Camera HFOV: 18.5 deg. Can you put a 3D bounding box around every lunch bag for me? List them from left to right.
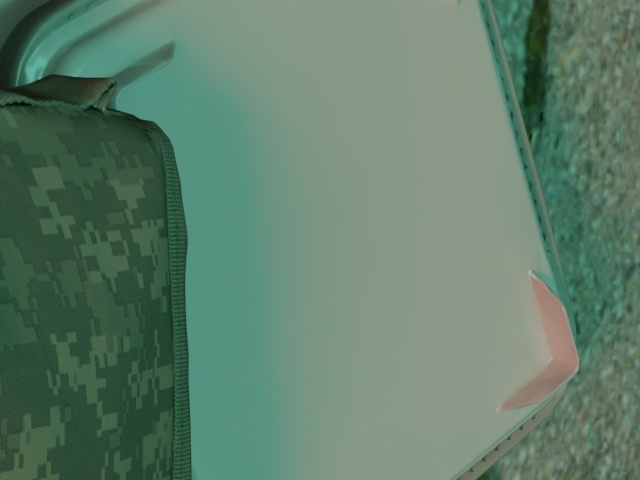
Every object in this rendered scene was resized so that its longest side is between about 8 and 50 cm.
[{"bbox_3d":[-0.151,0.081,0.631,0.235,0.169,0.287,-3,104,-66],"label":"lunch bag"}]

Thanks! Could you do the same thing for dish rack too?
[{"bbox_3d":[0.000,0.000,0.856,0.285,0.072,0.333,-34,119,-32],"label":"dish rack"}]
